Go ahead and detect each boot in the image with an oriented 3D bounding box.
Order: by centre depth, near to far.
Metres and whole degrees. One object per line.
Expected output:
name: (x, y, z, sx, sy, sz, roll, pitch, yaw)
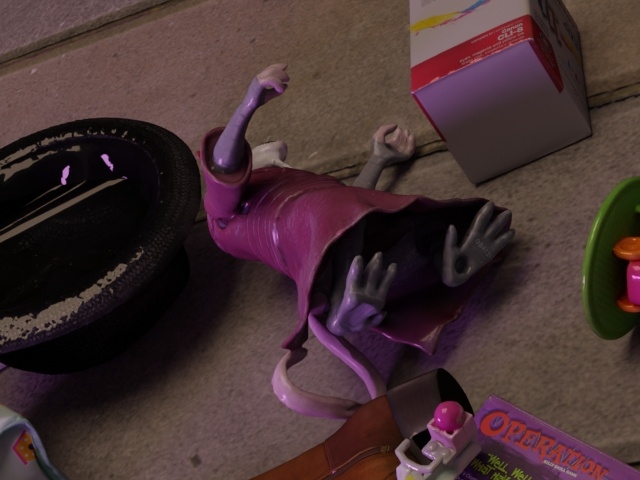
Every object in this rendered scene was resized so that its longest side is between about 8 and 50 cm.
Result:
boot: (-0.002, 0.250, 1.403, 0.280, 0.096, 0.264, -31, 42, 19)

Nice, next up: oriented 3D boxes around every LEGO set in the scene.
LEGO set: (0.152, 0.181, 1.124, 0.287, 0.107, 0.132, 14, 61, 37)

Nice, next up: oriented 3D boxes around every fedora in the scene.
fedora: (-0.254, 0.028, 1.828, 0.334, 0.152, 0.334, -13, 45, 14)

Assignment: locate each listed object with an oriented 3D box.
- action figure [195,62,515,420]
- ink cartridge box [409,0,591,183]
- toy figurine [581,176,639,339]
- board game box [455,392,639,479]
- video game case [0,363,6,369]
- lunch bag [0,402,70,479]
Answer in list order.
action figure: (0.000, 0.000, 1.661, 0.370, 0.248, 0.276, 19, 90, 51)
ink cartridge box: (0.166, -0.171, 1.708, 0.127, 0.128, 0.176, -24, 36, 21)
toy figurine: (0.310, 0.019, 1.391, 0.159, 0.130, 0.173, 13, 33, 35)
board game box: (0.181, 0.250, 1.158, 0.347, 0.056, 0.208, 27, 73, 42)
video game case: (-0.328, 0.066, 1.996, 0.190, 0.022, 0.173, -31, 33, 11)
lunch bag: (-0.380, 0.261, 1.691, 0.262, 0.160, 0.223, -43, 34, -18)
